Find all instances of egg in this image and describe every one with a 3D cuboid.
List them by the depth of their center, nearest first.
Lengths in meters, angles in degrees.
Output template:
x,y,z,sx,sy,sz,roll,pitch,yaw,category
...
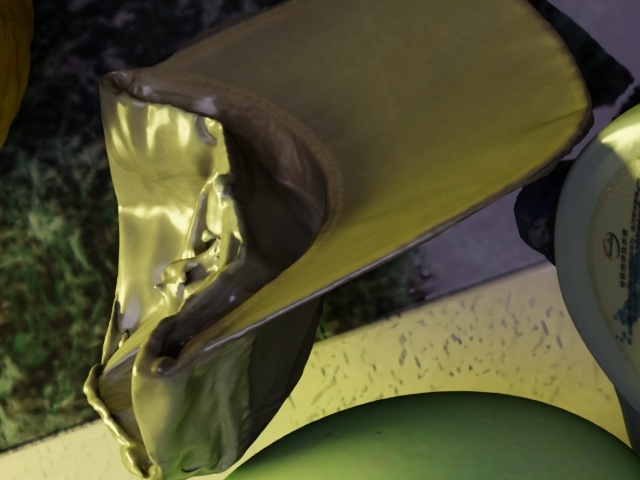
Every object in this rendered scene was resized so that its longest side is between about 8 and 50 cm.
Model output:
x,y,z,sx,sy,sz,roll,pitch,yaw,category
0.039,0.179,0.683,0.269,0.220,0.220,-40,88,35,egg

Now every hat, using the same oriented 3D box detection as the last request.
x,y,z,sx,sy,sz,roll,pitch,yaw,category
0.000,0.000,0.711,0.244,0.214,0.149,-12,130,0,hat

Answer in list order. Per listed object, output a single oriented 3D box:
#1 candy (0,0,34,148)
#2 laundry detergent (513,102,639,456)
x,y,z,sx,sy,sz,roll,pitch,yaw,category
-0.264,-0.111,0.772,0.260,0.118,0.260,3,102,13,candy
0.173,0.036,0.627,0.280,0.105,0.215,22,126,57,laundry detergent
